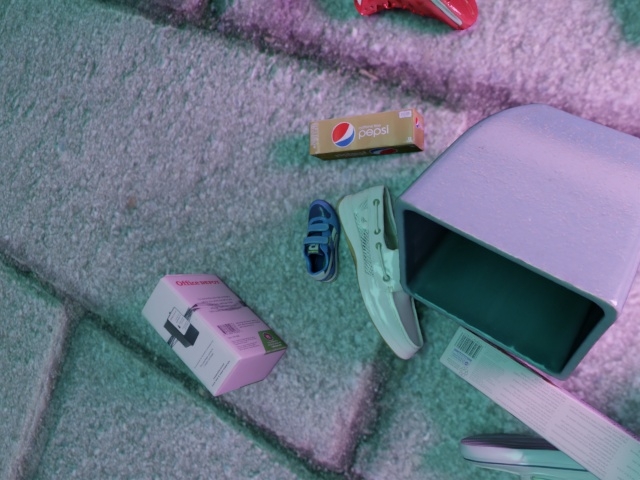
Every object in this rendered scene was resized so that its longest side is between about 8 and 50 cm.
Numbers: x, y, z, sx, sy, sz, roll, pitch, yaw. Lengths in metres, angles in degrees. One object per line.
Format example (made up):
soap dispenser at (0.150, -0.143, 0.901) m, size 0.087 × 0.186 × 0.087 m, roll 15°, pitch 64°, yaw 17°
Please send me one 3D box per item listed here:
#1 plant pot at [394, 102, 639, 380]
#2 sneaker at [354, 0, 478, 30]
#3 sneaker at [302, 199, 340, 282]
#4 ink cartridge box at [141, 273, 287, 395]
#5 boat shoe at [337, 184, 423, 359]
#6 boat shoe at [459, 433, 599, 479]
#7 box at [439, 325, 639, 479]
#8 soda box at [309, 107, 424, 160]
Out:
plant pot at (0.269, -0.022, 0.679) m, size 0.247 × 0.247 × 0.252 m, roll 30°, pitch 70°, yaw 25°
sneaker at (0.141, -0.394, 0.871) m, size 0.221 × 0.087 × 0.128 m, roll 47°, pitch 146°, yaw 2°
sneaker at (0.000, 0.000, 0.912) m, size 0.053 × 0.059 × 0.144 m, roll -9°, pitch 82°, yaw 27°
ink cartridge box at (-0.184, 0.155, 0.941) m, size 0.208 × 0.153 × 0.086 m, roll 41°, pitch 105°, yaw 23°
boat shoe at (0.111, 0.041, 0.835) m, size 0.096 × 0.098 × 0.276 m, roll -25°, pitch 76°, yaw 23°
boat shoe at (0.305, 0.313, 0.733) m, size 0.227 × 0.083 × 0.075 m, roll -5°, pitch 84°, yaw 25°
box at (0.302, 0.223, 0.698) m, size 0.324 × 0.063 × 0.067 m, roll 32°, pitch 95°, yaw 41°
soda box at (0.074, -0.171, 0.885) m, size 0.182 × 0.061 × 0.058 m, roll -1°, pitch 87°, yaw 25°
